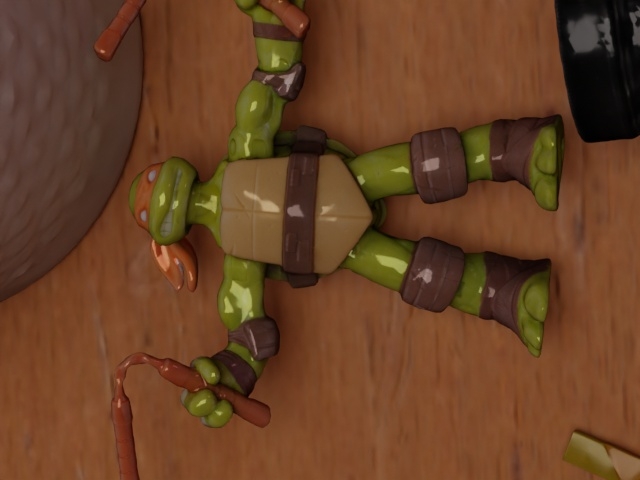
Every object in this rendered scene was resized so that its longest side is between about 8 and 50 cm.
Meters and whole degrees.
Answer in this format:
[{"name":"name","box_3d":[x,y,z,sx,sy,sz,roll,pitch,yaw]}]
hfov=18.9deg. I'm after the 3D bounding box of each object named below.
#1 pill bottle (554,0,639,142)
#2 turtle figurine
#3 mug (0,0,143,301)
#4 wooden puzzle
[{"name":"pill bottle","box_3d":[0.215,-0.101,0.815,0.219,0.123,0.122,-7,94,16]},{"name":"turtle figurine","box_3d":[0.000,0.000,0.902,0.217,0.087,0.269,6,89,7]},{"name":"mug","box_3d":[-0.307,-0.079,0.848,0.374,0.328,0.276,3,97,14]},{"name":"wooden puzzle","box_3d":[0.142,0.153,0.921,0.079,0.014,0.116,13,99,17]}]
